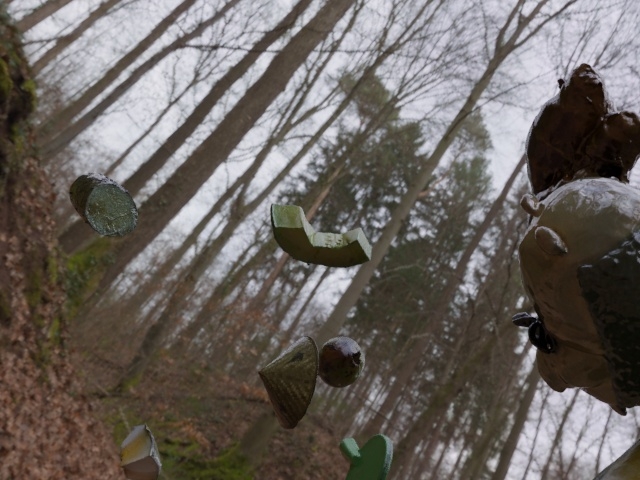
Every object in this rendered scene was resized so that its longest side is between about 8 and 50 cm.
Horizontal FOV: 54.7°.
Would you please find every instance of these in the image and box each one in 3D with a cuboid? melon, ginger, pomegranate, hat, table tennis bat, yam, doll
[{"bbox_3d":[-0.449,0.547,1.548,0.202,0.093,0.139,14,-56,66],"label":"melon"},{"bbox_3d":[0.473,-0.131,1.132,0.152,0.357,0.274,1,1,-2],"label":"ginger"},{"bbox_3d":[0.032,0.365,1.881,0.220,0.156,0.156,1,-44,24],"label":"pomegranate"},{"bbox_3d":[0.000,0.000,1.189,0.209,0.064,0.118,9,-43,-4],"label":"melon"},{"bbox_3d":[-0.065,0.209,0.947,0.067,0.146,0.146,19,-24,-22],"label":"hat"},{"bbox_3d":[0.083,0.457,1.260,0.039,0.160,0.257,33,-6,-9],"label":"table tennis bat"},{"bbox_3d":[-0.432,-0.077,1.213,0.183,0.107,0.107,24,-29,52],"label":"yam"},{"bbox_3d":[0.396,0.088,0.873,0.247,0.247,0.349,-3,-54,48],"label":"doll"}]

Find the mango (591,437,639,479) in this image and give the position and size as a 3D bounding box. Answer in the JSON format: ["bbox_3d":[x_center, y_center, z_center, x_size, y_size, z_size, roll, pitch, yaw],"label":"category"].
[{"bbox_3d":[0.414,0.338,0.736,0.176,0.329,0.175,45,-23,27],"label":"mango"}]
